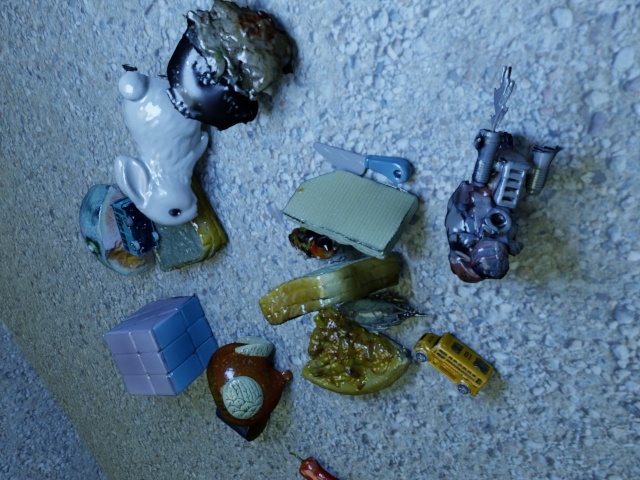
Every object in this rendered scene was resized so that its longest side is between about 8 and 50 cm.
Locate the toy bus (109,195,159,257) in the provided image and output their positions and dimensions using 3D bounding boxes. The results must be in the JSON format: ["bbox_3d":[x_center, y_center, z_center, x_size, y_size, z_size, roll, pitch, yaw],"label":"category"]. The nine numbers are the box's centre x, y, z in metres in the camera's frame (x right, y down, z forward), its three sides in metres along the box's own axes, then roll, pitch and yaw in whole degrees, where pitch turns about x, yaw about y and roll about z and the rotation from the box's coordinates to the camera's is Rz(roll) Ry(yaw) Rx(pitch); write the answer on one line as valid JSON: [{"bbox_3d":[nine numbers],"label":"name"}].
[{"bbox_3d":[-0.509,-0.046,1.487,0.091,0.079,0.160,20,128,37],"label":"toy bus"}]

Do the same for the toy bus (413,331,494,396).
[{"bbox_3d":[0.284,0.254,1.167,0.162,0.069,0.074,37,130,15],"label":"toy bus"}]

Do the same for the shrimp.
[{"bbox_3d":[0.142,0.166,1.231,0.232,0.079,0.090,-1,75,33],"label":"shrimp"}]

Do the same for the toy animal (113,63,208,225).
[{"bbox_3d":[-0.383,-0.214,1.294,0.193,0.257,0.358,15,99,42],"label":"toy animal"}]

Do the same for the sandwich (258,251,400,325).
[{"bbox_3d":[0.027,0.096,1.158,0.226,0.251,0.087,-19,87,44],"label":"sandwich"}]

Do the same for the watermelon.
[{"bbox_3d":[-0.653,-0.015,1.637,0.188,0.175,0.322,4,125,24],"label":"watermelon"}]

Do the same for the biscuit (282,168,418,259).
[{"bbox_3d":[0.058,-0.064,1.120,0.252,0.150,0.052,22,159,26],"label":"biscuit"}]

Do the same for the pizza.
[{"bbox_3d":[0.079,0.315,1.357,0.268,0.087,0.258,26,130,22],"label":"pizza"}]

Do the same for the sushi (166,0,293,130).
[{"bbox_3d":[-0.183,-0.364,1.101,0.238,0.225,0.218,35,130,-26],"label":"sushi"}]

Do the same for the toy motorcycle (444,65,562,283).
[{"bbox_3d":[0.288,-0.079,0.895,0.134,0.207,0.401,11,120,0],"label":"toy motorcycle"}]

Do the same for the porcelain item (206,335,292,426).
[{"bbox_3d":[-0.196,0.400,1.558,0.252,0.253,0.253,18,124,30],"label":"porcelain item"}]

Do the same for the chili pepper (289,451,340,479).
[{"bbox_3d":[0.012,0.723,1.646,0.272,0.063,0.071,27,140,21],"label":"chili pepper"}]

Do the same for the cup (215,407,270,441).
[{"bbox_3d":[-0.248,0.560,1.722,0.138,0.113,0.150,26,125,27],"label":"cup"}]

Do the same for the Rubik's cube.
[{"bbox_3d":[-0.487,0.323,1.683,0.221,0.231,0.225,-10,108,31],"label":"Rubik's cube"}]

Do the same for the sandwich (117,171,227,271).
[{"bbox_3d":[-0.410,-0.069,1.513,0.271,0.099,0.301,-18,100,46],"label":"sandwich"}]

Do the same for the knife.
[{"bbox_3d":[0.080,-0.161,1.132,0.244,0.032,0.058,18,132,35],"label":"knife"}]

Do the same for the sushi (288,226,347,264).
[{"bbox_3d":[0.002,0.003,1.231,0.226,0.097,0.103,18,141,59],"label":"sushi"}]
